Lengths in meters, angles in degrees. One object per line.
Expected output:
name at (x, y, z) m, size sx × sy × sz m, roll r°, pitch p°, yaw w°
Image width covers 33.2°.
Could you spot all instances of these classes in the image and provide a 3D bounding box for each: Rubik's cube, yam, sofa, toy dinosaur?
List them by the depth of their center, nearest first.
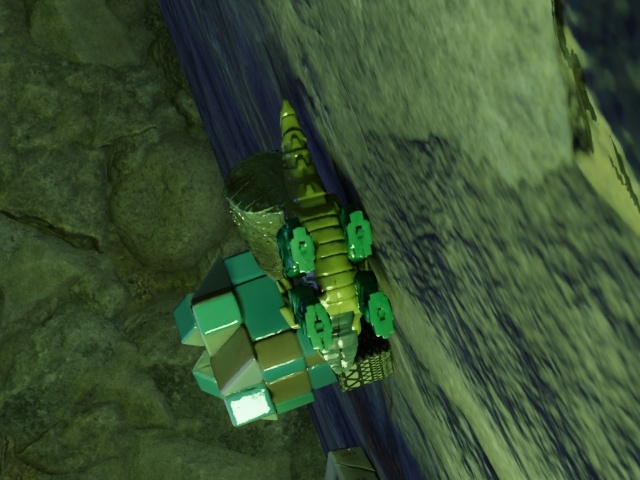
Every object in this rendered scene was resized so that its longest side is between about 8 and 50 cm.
toy dinosaur at (0.000, 0.000, 0.959) m, size 0.153 × 0.094 × 0.259 m, roll -154°, pitch 52°, yaw -76°
sofa at (0.030, 0.098, 1.104) m, size 0.118 × 0.060 × 0.039 m, roll -117°, pitch 15°, yaw -52°
yam at (-0.047, -0.026, 1.201) m, size 0.183 × 0.107 × 0.107 m, roll 77°, pitch 170°, yaw -61°
Rubik's cube at (-0.088, 0.117, 1.476) m, size 0.224 × 0.213 × 0.265 m, roll 78°, pitch 172°, yaw -61°

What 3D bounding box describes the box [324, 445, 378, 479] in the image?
box at (0.068, 0.474, 1.778) m, size 0.233 × 0.067 × 0.149 m, roll -121°, pitch 35°, yaw -54°
